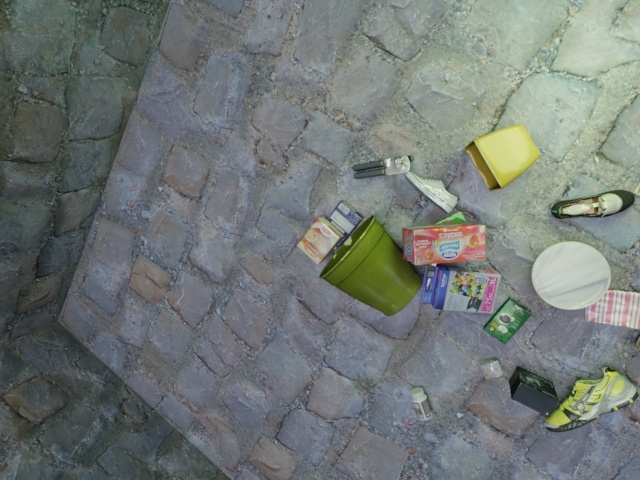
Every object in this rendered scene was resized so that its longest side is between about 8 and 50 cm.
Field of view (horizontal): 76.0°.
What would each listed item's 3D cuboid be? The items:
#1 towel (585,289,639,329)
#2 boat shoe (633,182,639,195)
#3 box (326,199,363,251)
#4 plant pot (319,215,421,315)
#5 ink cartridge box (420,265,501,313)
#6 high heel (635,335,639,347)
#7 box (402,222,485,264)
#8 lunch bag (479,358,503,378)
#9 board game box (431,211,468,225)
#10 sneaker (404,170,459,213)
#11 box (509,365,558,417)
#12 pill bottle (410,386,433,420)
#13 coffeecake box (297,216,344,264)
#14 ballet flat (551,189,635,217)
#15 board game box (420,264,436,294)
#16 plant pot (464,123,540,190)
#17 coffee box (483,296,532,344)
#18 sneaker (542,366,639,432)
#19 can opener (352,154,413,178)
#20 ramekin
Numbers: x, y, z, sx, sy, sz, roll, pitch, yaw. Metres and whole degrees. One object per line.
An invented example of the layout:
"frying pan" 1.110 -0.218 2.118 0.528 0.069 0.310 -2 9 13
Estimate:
"towel" 1.162 0.267 1.613 0.197 0.029 0.144 5 102 36
"boat shoe" 1.204 -0.212 1.519 0.035 0.035 0.100 33 111 13
"box" 0.090 -0.070 1.992 0.136 0.036 0.225 42 113 9
"plant pot" 0.247 0.139 1.831 0.353 0.366 0.366 40 113 -3
"ink cartridge box" 0.602 0.213 1.773 0.312 0.065 0.185 6 106 1
"high heel" 1.267 0.296 1.568 0.186 0.093 0.261 -30 93 24
"box" 0.502 0.009 1.684 0.300 0.154 0.142 -5 98 -7
"lunch bag" 0.771 0.577 1.844 0.083 0.053 0.071 -25 88 34
"board game box" 0.536 -0.020 1.826 0.260 0.039 0.124 -29 89 26
"sneaker" 0.486 -0.228 1.785 0.258 0.094 0.091 40 94 5
"box" 0.904 0.640 1.745 0.156 0.158 0.093 24 108 15
"pill bottle" 0.487 0.791 1.986 0.078 0.078 0.137 -18 93 24
"coffeecake box" 0.000 0.000 1.990 0.142 0.068 0.185 43 115 10
"ballet flat" 1.046 -0.126 1.567 0.281 0.096 0.095 -12 95 23
"board game box" 0.491 0.158 1.842 0.026 0.103 0.154 20 108 17
"plant pot" 0.718 -0.337 1.607 0.187 0.212 0.212 -31 88 11
"coffee box" 0.814 0.351 1.787 0.113 0.040 0.184 34 111 12
"sneaker" 1.094 0.667 1.707 0.385 0.145 0.147 -42 63 21
"can opener" 0.280 -0.325 1.847 0.281 0.093 0.074 -5 97 31
"ramekin" 0.981 0.129 1.628 0.273 0.127 0.272 4 101 21
